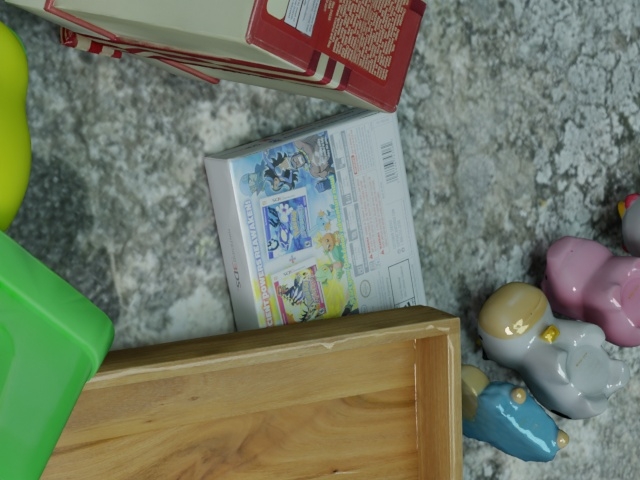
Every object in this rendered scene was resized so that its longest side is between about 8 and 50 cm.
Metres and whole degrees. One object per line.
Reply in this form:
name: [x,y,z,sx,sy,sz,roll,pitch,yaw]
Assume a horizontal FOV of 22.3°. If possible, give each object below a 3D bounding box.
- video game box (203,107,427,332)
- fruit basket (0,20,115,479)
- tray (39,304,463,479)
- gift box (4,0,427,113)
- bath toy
video game box: [0.000,0.000,1.442,0.187,0.048,0.205,-21,109,-35]
fruit basket: [-0.327,-0.001,1.111,0.392,0.283,0.392,44,27,-30]
tray: [-0.075,0.182,1.354,0.411,0.076,0.203,-7,102,-25]
gift box: [-0.078,-0.255,1.206,0.276,0.258,0.255,27,79,-56]
bath toy: [0.261,0.064,1.603,0.348,0.129,0.151,-42,100,-26]
